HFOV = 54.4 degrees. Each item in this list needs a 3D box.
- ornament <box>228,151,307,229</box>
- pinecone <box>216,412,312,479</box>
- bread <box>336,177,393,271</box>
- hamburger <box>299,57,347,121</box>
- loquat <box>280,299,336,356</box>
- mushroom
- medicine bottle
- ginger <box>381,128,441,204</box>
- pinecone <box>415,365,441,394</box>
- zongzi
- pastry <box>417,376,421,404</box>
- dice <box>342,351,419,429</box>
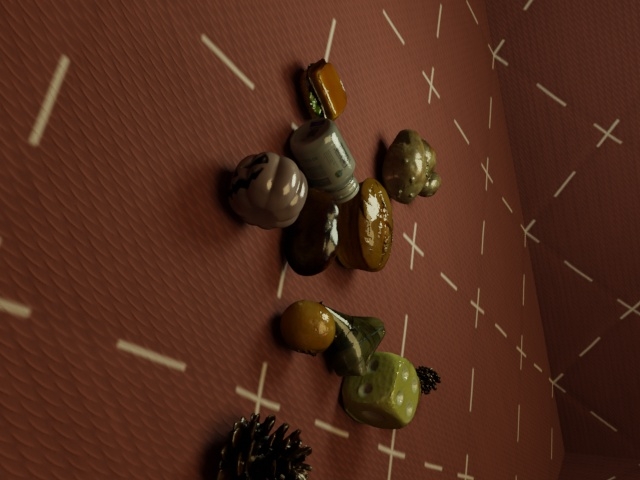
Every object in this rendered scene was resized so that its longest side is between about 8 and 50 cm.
[{"bbox_3d":[-0.116,-0.117,1.394,0.177,0.177,0.177,13,75,-56],"label":"ornament"},{"bbox_3d":[-0.114,0.461,1.295,0.208,0.208,0.207,13,75,-56],"label":"pinecone"},{"bbox_3d":[0.129,-0.042,1.795,0.195,0.143,0.269,11,74,-57],"label":"bread"},{"bbox_3d":[-0.002,-0.401,1.690,0.137,0.087,0.166,-51,126,-47],"label":"hamburger"},{"bbox_3d":[-0.030,0.213,1.514,0.141,0.141,0.141,13,75,-56],"label":"loquat"},{"bbox_3d":[0.000,0.000,1.622,0.217,0.148,0.227,47,51,-66],"label":"mushroom"},{"bbox_3d":[0.019,-0.204,1.649,0.215,0.135,0.135,58,41,-35],"label":"medicine bottle"},{"bbox_3d":[0.316,-0.246,2.102,0.304,0.155,0.244,-8,91,-57],"label":"ginger"},{"bbox_3d":[0.350,0.476,2.120,0.109,0.102,0.102,-17,101,-29],"label":"pinecone"},{"bbox_3d":[0.080,0.225,1.716,0.221,0.112,0.242,-44,114,-54],"label":"zongzi"},{"bbox_3d":[0.256,0.486,1.968,0.166,0.088,0.165,7,82,-54],"label":"pastry"},{"bbox_3d":[0.172,0.425,1.765,0.166,0.169,0.169,54,44,-40],"label":"dice"}]
